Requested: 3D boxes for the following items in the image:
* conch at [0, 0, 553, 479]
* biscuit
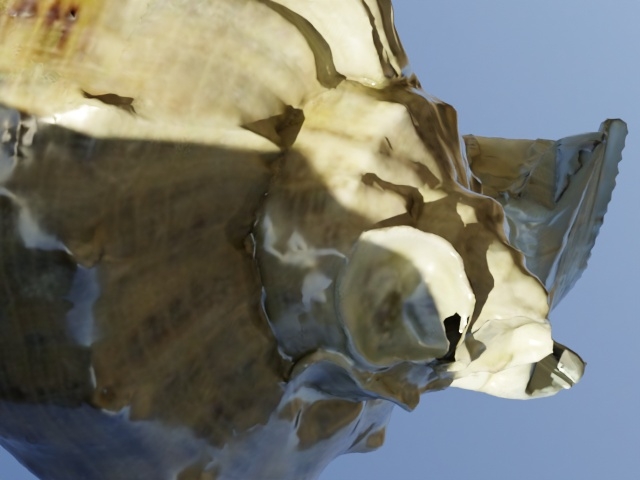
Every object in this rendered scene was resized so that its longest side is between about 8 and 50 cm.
[{"bbox_3d":[-0.071,-0.014,0.593,0.159,0.291,0.210,-66,-22,-45],"label":"conch"},{"bbox_3d":[0.000,-0.004,1.038,0.309,0.186,0.079,8,-147,5],"label":"biscuit"}]
